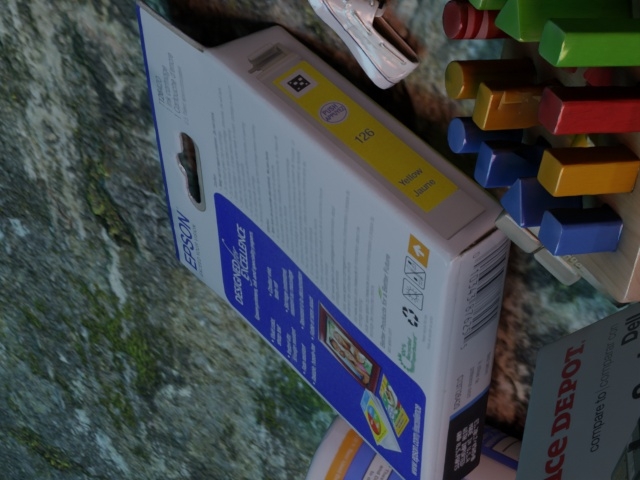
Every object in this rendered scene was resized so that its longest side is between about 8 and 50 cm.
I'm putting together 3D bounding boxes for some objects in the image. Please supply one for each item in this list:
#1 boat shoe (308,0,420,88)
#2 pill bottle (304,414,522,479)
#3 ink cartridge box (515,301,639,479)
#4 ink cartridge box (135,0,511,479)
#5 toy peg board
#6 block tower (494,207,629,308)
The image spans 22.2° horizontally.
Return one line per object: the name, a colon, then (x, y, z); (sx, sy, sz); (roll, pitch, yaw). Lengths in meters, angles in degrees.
boat shoe: (0.025, -0.140, 1.006); (0.035, 0.035, 0.100); (-30, 107, 29)
pill bottle: (0.131, 0.228, 1.265); (0.272, 0.152, 0.152); (25, 147, 22)
ink cartridge box: (0.244, 0.101, 0.819); (0.289, 0.211, 0.121); (-29, 112, 30)
ink cartridge box: (0.000, 0.000, 1.159); (0.307, 0.072, 0.304); (44, 155, 28)
toy peg board: (0.111, -0.075, 0.825); (0.161, 0.079, 0.161); (-126, 40, -51)
block tower: (0.220, -0.069, 0.835); (0.091, 0.097, 0.335); (40, 151, -4)
